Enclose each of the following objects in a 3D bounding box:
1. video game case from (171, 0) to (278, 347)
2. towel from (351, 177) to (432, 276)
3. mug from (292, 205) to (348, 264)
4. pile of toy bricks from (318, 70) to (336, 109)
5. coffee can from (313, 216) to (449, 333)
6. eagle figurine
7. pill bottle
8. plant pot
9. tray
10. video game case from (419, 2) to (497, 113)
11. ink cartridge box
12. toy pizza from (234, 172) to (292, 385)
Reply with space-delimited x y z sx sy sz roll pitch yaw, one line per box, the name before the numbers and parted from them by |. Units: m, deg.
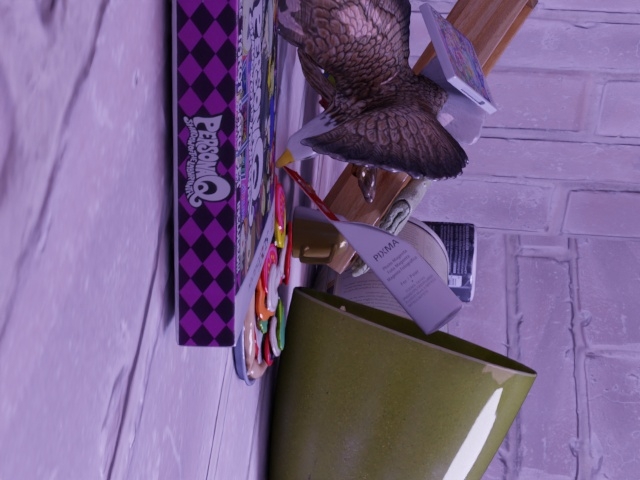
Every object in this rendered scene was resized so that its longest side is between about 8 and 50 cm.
video game case | -0.055 -0.080 0.752 0.210 0.041 0.232 -78 171 -71
towel | 0.092 -0.024 1.507 0.110 0.027 0.148 -50 173 -50
mug | 0.000 -0.001 1.432 0.062 0.064 0.078 84 11 -71
pile of toy bricks | 0.036 -0.201 1.627 0.105 0.118 0.212 -15 123 -51
coffee can | 0.082 0.113 1.700 0.275 0.201 0.202 -81 173 -56
eagle figurine | 0.047 -0.137 1.166 0.298 0.226 0.225 97 18 -76
pill bottle | 0.128 0.031 1.966 0.130 0.245 0.130 3 90 -84
plant pot | 0.052 0.232 1.297 0.275 0.274 0.294 3 106 -86
tray | 0.126 -0.156 1.529 0.411 0.076 0.203 -57 174 11
video game case | 0.141 -0.183 1.226 0.122 0.011 0.087 21 46 -60
ink cartridge box | 0.060 -0.005 1.313 0.232 0.066 0.189 54 3 2
toy pizza | -0.045 0.025 1.045 0.201 0.032 0.201 4 90 -86
